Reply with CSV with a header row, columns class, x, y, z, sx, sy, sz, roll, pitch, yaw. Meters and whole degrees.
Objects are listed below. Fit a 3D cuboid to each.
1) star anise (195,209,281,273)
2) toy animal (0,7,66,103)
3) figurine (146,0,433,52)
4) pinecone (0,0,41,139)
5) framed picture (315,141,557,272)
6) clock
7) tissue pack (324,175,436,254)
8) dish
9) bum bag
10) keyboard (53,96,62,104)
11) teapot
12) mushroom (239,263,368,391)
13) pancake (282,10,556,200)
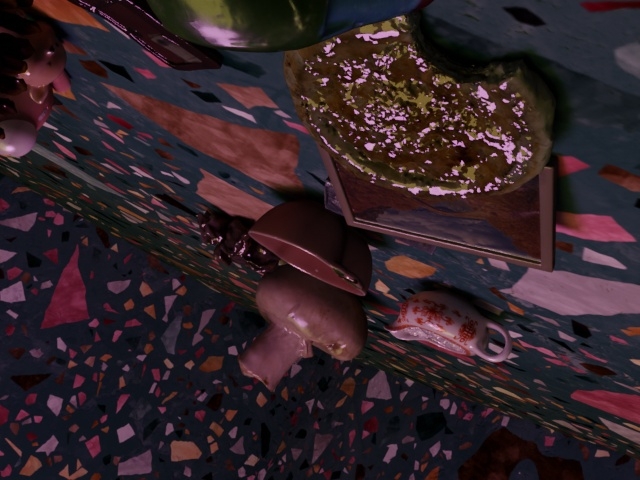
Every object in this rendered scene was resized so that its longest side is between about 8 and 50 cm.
class,x,y,z,sx,sy,sz,roll,pitch,yaw
star anise,-0.179,0.015,1.574,0.214,0.099,0.220,30,171,30
toy animal,-0.377,-0.251,0.909,0.150,0.083,0.089,49,169,-35
figurine,-0.018,-0.202,0.328,0.185,0.127,0.234,-4,137,-1
pinecone,-0.408,-0.196,0.738,0.247,0.292,0.246,-5,179,0
framed picture,0.120,-0.046,0.765,0.250,0.016,0.184,15,152,25
clock,-0.468,-0.211,1.057,0.166,0.162,0.092,24,165,8
tissue pack,0.083,-0.043,0.902,0.156,0.051,0.112,24,165,7
dish,0.000,0.000,1.165,0.213,0.090,0.213,27,169,6
bum bag,-0.182,-0.225,0.757,0.109,0.026,0.159,14,168,45
keyboard,-0.507,-0.276,1.206,0.074,0.015,0.196,21,167,19
teapot,0.229,0.150,1.287,0.246,0.116,0.159,15,151,50
mushroom,-0.047,0.213,1.671,0.293,0.290,0.292,29,168,7
pancake,0.076,-0.107,0.622,0.254,0.037,0.253,21,156,10
